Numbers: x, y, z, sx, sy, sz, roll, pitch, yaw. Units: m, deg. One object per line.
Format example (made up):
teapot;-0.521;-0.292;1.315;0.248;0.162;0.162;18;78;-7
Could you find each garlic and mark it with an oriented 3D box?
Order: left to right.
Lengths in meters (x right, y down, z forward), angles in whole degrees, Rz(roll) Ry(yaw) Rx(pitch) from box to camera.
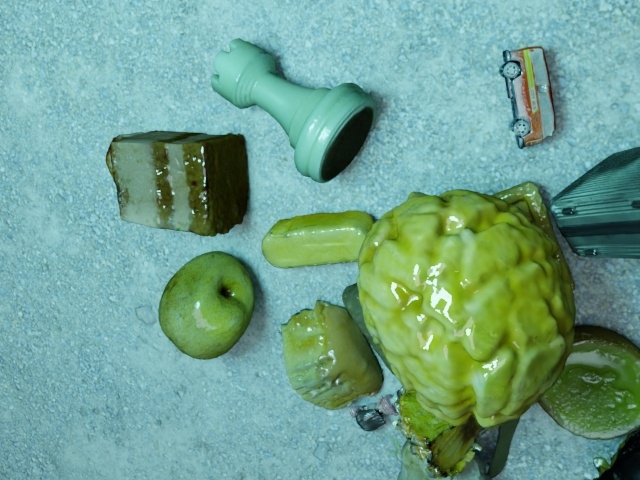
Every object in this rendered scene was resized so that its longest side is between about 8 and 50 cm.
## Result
garlic;0.261;0.513;1.297;0.227;0.152;0.228;-6;81;48

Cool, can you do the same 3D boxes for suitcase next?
suitcase;0.520;-0.068;0.946;0.202;0.312;0.128;-34;98;-15

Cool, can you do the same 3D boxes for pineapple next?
pineapple;0.233;0.353;1.206;0.161;0.334;0.159;15;115;37

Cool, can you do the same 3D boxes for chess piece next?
chess piece;-0.063;-0.263;1.180;0.299;0.194;0.195;36;115;16

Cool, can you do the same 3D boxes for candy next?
candy;0.148;0.176;1.275;0.104;0.102;0.234;-32;93;24

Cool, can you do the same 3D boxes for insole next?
insole;0.388;0.391;1.276;0.005;0.086;0.254;32;125;44

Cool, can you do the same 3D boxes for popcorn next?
popcorn;0.250;0.106;1.016;0.344;0.354;0.390;-30;130;-11

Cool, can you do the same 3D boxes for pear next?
pear;-0.251;0.142;1.348;0.188;0.229;0.211;28;140;-35

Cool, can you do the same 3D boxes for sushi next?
sushi;0.634;0.451;1.148;0.213;0.204;0.200;-33;86;-8

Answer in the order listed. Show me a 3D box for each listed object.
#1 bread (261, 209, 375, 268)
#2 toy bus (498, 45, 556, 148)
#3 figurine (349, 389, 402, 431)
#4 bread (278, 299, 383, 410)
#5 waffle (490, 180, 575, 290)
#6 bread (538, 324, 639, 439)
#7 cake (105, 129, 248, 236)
bread;0.000;0.000;1.280;0.245;0.094;0.102;-7;113;22
toy bus;0.364;-0.252;1.083;0.077;0.079;0.174;-12;102;12
figurine;0.129;0.375;1.366;0.129;0.054;0.072;-35;112;26
bread;0.011;0.267;1.334;0.174;0.133;0.252;-28;96;26
waffle;0.331;0.027;1.191;0.247;0.055;0.221;-20;99;24
bread;0.523;0.275;1.193;0.235;0.070;0.236;6;110;17
cake;-0.313;-0.126;1.290;0.292;0.196;0.199;5;110;16
